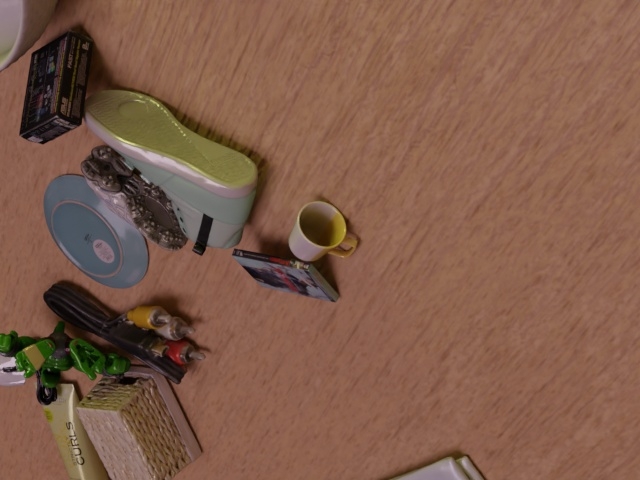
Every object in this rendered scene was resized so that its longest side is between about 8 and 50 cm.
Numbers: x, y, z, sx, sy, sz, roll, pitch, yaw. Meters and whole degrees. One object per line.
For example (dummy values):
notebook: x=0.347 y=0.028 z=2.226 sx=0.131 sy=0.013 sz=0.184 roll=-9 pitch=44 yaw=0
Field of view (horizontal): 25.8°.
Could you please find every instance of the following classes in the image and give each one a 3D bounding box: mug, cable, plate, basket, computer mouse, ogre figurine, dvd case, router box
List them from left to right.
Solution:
computer mouse: x=-0.504 y=0.206 z=2.248 sx=0.193 sy=0.042 sz=0.106 roll=1 pitch=109 yaw=38
router box: x=-0.332 y=-0.191 z=1.755 sx=0.038 sy=0.122 sz=0.092 roll=20 pitch=155 yaw=-37
ogre figurine: x=-0.388 y=0.169 z=2.071 sx=0.118 sy=0.197 sz=0.097 roll=167 pitch=94 yaw=-75
plate: x=-0.322 y=-0.006 z=1.961 sx=0.188 sy=0.024 sz=0.188 roll=21 pitch=132 yaw=25
cable: x=-0.279 y=0.125 z=2.030 sx=0.287 sy=0.072 sz=0.139 roll=18 pitch=150 yaw=43
basket: x=-0.274 y=0.283 z=2.092 sx=0.113 sy=0.103 sz=0.167 roll=-1 pitch=122 yaw=40
dvd case: x=-0.044 y=0.044 z=1.759 sx=0.119 sy=0.013 sz=0.087 roll=10 pitch=156 yaw=32
mug: x=-0.004 y=0.000 z=1.688 sx=0.078 sy=0.062 sz=0.064 roll=49 pitch=147 yaw=6

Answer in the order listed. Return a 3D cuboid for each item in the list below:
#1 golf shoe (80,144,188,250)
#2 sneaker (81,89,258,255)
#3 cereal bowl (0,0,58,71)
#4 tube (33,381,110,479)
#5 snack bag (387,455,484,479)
golf shoe: x=-0.242 y=-0.049 z=1.849 sx=0.176 sy=0.069 sz=0.086 roll=45 pitch=158 yaw=4
sneaker: x=-0.199 y=-0.079 z=1.754 sx=0.256 sy=0.094 sz=0.151 roll=31 pitch=139 yaw=17
cereal bowl: x=-0.439 y=-0.371 z=1.676 sx=0.339 sy=0.141 sz=0.339 roll=22 pitch=134 yaw=25
tube: x=-0.396 y=0.336 z=2.268 sx=0.070 sy=0.062 sz=0.240 roll=-16 pitch=109 yaw=-2
snack bag: x=0.171 y=0.456 z=1.927 sx=0.323 sy=0.037 sz=0.342 roll=52 pitch=137 yaw=-7
